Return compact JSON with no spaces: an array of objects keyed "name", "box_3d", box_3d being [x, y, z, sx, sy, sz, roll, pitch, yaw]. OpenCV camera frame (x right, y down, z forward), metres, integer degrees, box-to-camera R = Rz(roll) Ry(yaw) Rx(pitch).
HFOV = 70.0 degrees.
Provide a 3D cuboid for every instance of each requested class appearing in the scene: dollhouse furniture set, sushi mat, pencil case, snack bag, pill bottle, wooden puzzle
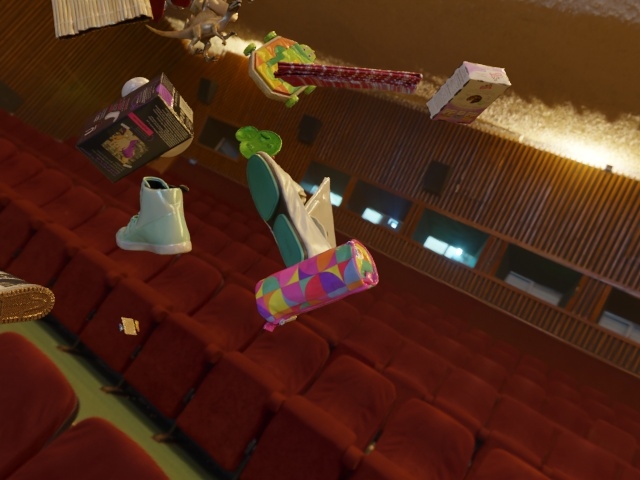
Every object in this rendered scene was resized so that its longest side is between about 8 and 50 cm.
[{"name":"dollhouse furniture set","box_3d":[-0.289,-0.744,1.434,0.161,0.242,0.212,21,-11,-34]},{"name":"sushi mat","box_3d":[-0.373,-0.467,0.749,0.019,0.151,0.316,78,-5,-72]},{"name":"pencil case","box_3d":[-0.011,0.085,0.856,0.236,0.104,0.104,-27,-49,23]},{"name":"snack bag","box_3d":[0.000,0.000,1.520,0.037,0.342,0.323,2,-60,17]},{"name":"pill bottle","box_3d":[-0.555,-0.419,1.528,0.272,0.152,0.152,50,-6,22]},{"name":"wooden puzzle","box_3d":[-0.749,0.336,1.786,0.078,0.014,0.116,65,7,27]}]

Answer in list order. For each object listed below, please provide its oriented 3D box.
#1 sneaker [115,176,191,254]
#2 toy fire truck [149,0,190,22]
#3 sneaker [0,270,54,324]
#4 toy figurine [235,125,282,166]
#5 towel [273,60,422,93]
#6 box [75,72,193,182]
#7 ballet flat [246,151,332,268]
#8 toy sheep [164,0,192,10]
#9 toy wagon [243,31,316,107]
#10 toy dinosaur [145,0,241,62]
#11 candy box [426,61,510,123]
[{"name":"sneaker","box_3d":[-0.351,-0.055,0.951,0.256,0.151,0.094,3,9,43]},{"name":"toy fire truck","box_3d":[-0.310,-0.583,0.848,0.169,0.302,0.254,1,12,-25]},{"name":"sneaker","box_3d":[-0.716,0.115,0.921,0.153,0.099,0.282,13,1,31]},{"name":"toy figurine","box_3d":[-0.190,-0.257,1.459,0.173,0.130,0.159,40,-23,28]},{"name":"towel","box_3d":[0.058,-0.319,0.917,0.275,0.031,0.199,7,14,6]},{"name":"box","box_3d":[-0.501,-0.308,1.257,0.143,0.270,0.165,55,12,-40]},{"name":"ballet flat","box_3d":[-0.078,-0.071,1.198,0.400,0.139,0.139,62,3,31]},{"name":"toy sheep","box_3d":[-0.404,-0.706,1.305,0.091,0.132,0.091,40,1,-1]},{"name":"toy wagon","box_3d":[-0.127,-0.687,1.785,0.267,0.344,0.068,50,-32,-9]},{"name":"toy dinosaur","box_3d":[-0.221,-0.380,0.844,0.053,0.183,0.092,42,33,-77]},{"name":"candy box","box_3d":[0.463,-0.460,1.444,0.165,0.070,0.196,-1,-23,-25]}]
